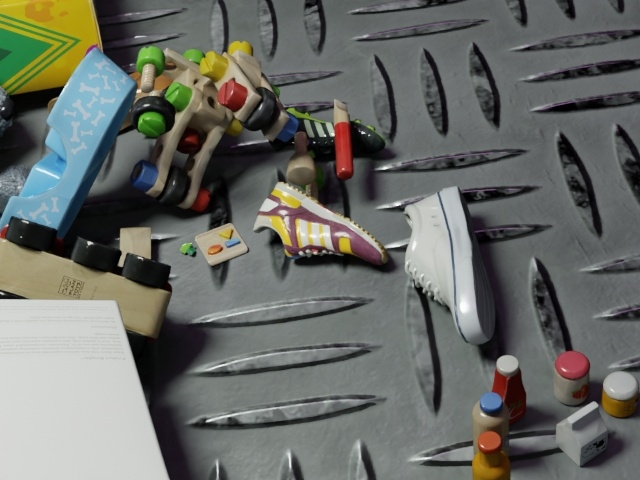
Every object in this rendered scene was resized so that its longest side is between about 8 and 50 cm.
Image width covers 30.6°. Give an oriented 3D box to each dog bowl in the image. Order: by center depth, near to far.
[{"bbox_3d":[-0.334,-0.111,1.567,0.074,0.297,0.166,28,17,-5],"label":"dog bowl"}]

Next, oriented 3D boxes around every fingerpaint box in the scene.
[{"bbox_3d":[-0.564,-0.407,1.940,0.371,0.163,0.445,-10,37,-8],"label":"fingerpaint box"}]

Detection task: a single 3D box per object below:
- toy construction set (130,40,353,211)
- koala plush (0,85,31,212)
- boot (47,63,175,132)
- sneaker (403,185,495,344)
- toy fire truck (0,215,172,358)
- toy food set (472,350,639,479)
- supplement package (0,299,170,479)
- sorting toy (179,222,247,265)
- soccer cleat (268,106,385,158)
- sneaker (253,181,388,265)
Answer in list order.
[{"bbox_3d":[-0.111,-0.189,1.619,0.308,0.257,0.237,9,50,-13],"label":"toy construction set"},{"bbox_3d":[-0.523,-0.165,1.709,0.203,0.196,0.221,-10,45,17],"label":"koala plush"},{"bbox_3d":[-0.311,-0.226,1.826,0.197,0.073,0.152,5,40,10],"label":"boot"},{"bbox_3d":[0.156,0.039,1.459,0.091,0.094,0.258,-21,37,14],"label":"sneaker"},{"bbox_3d":[-0.290,0.039,1.470,0.217,0.246,0.159,17,86,-6],"label":"toy fire truck"},{"bbox_3d":[0.242,0.180,1.268,0.232,0.105,0.111,-27,46,-19],"label":"toy food set"},{"bbox_3d":[-0.281,0.217,1.211,0.177,0.175,0.293,2,34,-23],"label":"supplement package"},{"bbox_3d":[-0.147,0.008,1.583,0.083,0.012,0.062,-21,45,-13],"label":"sorting toy"},{"bbox_3d":[0.008,-0.143,1.693,0.178,0.060,0.072,14,62,27],"label":"soccer cleat"},{"bbox_3d":[0.000,0.000,1.538,0.185,0.069,0.084,31,87,21],"label":"sneaker"}]
